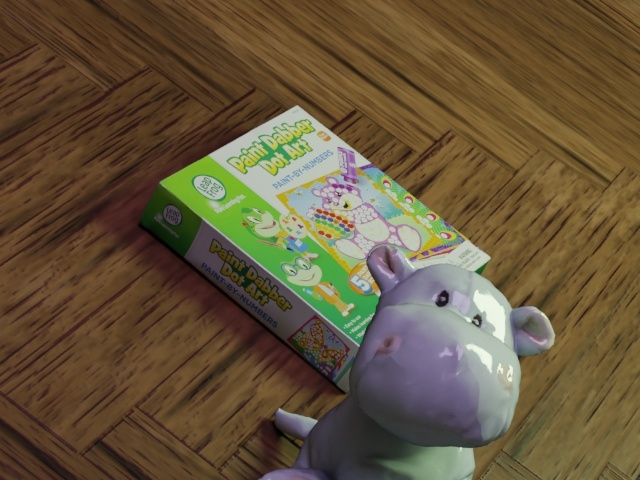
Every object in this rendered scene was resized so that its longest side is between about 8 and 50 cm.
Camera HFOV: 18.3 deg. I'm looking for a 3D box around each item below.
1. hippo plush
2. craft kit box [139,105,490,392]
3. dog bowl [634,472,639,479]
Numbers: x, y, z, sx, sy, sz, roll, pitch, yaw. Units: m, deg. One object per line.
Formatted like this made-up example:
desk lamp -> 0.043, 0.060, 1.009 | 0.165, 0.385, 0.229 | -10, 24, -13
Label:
hippo plush -> 0.091, 0.149, 1.466 | 0.234, 0.236, 0.294 | 30, 18, 1
craft kit box -> 0.000, 0.000, 1.816 | 0.246, 0.061, 0.250 | 36, 34, 13
dog bowl -> 0.344, 0.285, 1.566 | 0.265, 0.104, 0.265 | 34, 4, -3
